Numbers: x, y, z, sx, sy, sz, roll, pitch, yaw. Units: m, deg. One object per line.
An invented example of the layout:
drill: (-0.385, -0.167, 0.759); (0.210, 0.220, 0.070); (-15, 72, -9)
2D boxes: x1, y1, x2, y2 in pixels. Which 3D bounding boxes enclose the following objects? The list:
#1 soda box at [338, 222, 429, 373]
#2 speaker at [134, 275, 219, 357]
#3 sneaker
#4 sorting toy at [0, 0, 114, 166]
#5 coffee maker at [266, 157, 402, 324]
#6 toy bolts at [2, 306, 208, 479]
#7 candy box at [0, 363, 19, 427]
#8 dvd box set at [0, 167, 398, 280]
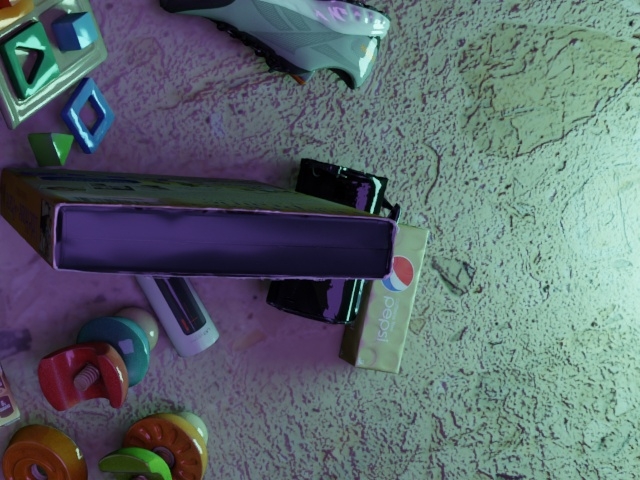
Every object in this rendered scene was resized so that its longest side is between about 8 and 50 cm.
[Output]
soda box: (0.076, 0.067, 1.564); (0.061, 0.058, 0.181); (11, 93, -21)
speaker: (-0.170, 0.066, 1.478); (0.055, 0.055, 0.136); (-30, 106, -14)
sneaker: (-0.052, -0.239, 1.458); (0.271, 0.100, 0.108); (10, 99, -21)
sorting toy: (-0.288, -0.236, 1.316); (0.196, 0.047, 0.348); (-54, 135, -48)
coffee maker: (0.000, 0.000, 1.474); (0.171, 0.120, 0.178); (9, 95, -59)
toy bolts: (-0.241, 0.188, 1.454); (0.218, 0.158, 0.229); (0, 112, 20)
candy box: (-0.457, 0.078, 1.323); (0.183, 0.087, 0.316); (-27, 105, -38)
dvd box set: (-0.144, -0.023, 1.280); (0.307, 0.420, 0.062); (2, 97, -21)
